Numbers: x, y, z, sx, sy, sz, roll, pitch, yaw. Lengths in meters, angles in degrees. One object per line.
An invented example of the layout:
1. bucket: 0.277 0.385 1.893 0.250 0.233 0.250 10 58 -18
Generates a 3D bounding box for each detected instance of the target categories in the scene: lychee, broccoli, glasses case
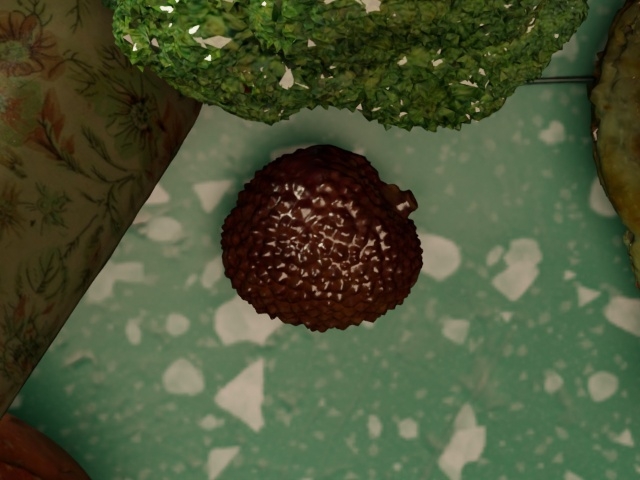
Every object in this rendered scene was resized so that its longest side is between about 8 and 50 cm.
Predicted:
1. lychee: 0.000 -0.001 1.122 0.129 0.123 0.123 -14 104 31
2. broccoli: 0.009 -0.240 0.976 0.321 0.310 0.413 -31 117 -26
3. glasses case: -0.207 0.000 0.993 0.156 0.098 0.425 36 53 -9

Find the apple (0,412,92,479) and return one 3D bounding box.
1. apple: -0.251 0.212 1.072 0.272 0.206 0.251 5 104 -23

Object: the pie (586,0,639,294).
1. pie: 0.392 -0.065 1.130 0.418 0.180 0.395 -16 101 -12
